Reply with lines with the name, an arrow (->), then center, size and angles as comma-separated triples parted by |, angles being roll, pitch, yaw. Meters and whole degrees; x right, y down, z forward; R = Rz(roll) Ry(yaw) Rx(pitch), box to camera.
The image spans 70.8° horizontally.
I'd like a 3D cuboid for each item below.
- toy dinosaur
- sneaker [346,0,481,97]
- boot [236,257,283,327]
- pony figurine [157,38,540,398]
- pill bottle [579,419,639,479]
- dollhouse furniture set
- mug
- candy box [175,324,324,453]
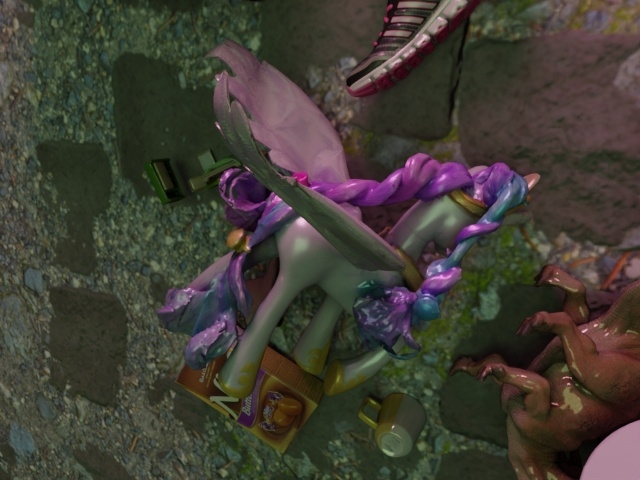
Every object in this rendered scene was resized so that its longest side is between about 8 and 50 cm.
toy dinosaur -> 0.263, 0.154, 0.449 | 0.200, 0.127, 0.296 | 37, 110, 10
sneaker -> 0.084, -0.221, 0.458 | 0.170, 0.063, 0.075 | -40, 87, 21
boot -> -0.093, 0.069, 0.617 | 0.087, 0.042, 0.118 | 10, 107, 22
pony figurine -> 0.000, 0.000, 0.453 | 0.351, 0.303, 0.363 | 30, 115, -27
pill bottle -> 0.357, 0.294, 0.355 | 0.188, 0.188, 0.334 | -37, 109, 26
dollhouse furniture set -> -0.148, -0.100, 0.576 | 0.151, 0.076, 0.059 | -19, 96, 26
mug -> 0.090, 0.238, 0.572 | 0.078, 0.064, 0.062 | -5, 102, 24
candy box -> -0.099, 0.201, 0.635 | 0.186, 0.053, 0.109 | 32, 113, 5
